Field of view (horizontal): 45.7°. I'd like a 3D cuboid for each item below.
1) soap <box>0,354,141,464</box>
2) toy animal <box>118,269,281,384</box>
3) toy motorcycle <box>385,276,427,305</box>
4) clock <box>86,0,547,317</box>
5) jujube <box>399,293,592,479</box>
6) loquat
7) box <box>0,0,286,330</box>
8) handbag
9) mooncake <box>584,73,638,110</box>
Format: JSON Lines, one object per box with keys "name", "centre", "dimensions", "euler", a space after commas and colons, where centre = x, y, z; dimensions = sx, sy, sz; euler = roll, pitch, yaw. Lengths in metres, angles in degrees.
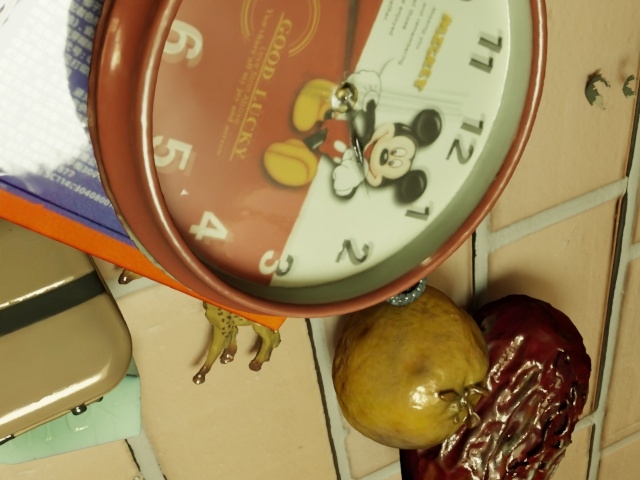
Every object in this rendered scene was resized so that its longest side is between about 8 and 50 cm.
{"name": "soap", "centre": [-0.337, 0.186, 0.901], "dimensions": [0.230, 0.091, 0.145], "euler": [-9, 124, -24]}
{"name": "toy animal", "centre": [-0.137, 0.085, 0.962], "dimensions": [0.149, 0.054, 0.275], "euler": [-29, 133, -4]}
{"name": "toy motorcycle", "centre": [0.001, 0.002, 0.928], "dimensions": [0.298, 0.089, 0.171], "euler": [2, 85, -27]}
{"name": "clock", "centre": [0.011, -0.093, 0.488], "dimensions": [0.318, 0.080, 0.319], "euler": [-16, 122, -27]}
{"name": "jujube", "centre": [0.268, 0.267, 1.172], "dimensions": [0.258, 0.258, 0.377], "euler": [19, 113, -36]}
{"name": "loquat", "centre": [0.115, 0.170, 1.034], "dimensions": [0.193, 0.238, 0.238], "euler": [35, 101, -36]}
{"name": "box", "centre": [-0.140, -0.157, 0.620], "dimensions": [0.348, 0.318, 0.257], "euler": [29, 105, -38]}
{"name": "handbag", "centre": [-0.362, 0.069, 0.741], "dimensions": [0.301, 0.149, 0.283], "euler": [-22, 92, -16]}
{"name": "mooncake", "centre": [0.465, -0.332, 0.995], "dimensions": [0.150, 0.057, 0.347], "euler": [34, 105, -27]}
